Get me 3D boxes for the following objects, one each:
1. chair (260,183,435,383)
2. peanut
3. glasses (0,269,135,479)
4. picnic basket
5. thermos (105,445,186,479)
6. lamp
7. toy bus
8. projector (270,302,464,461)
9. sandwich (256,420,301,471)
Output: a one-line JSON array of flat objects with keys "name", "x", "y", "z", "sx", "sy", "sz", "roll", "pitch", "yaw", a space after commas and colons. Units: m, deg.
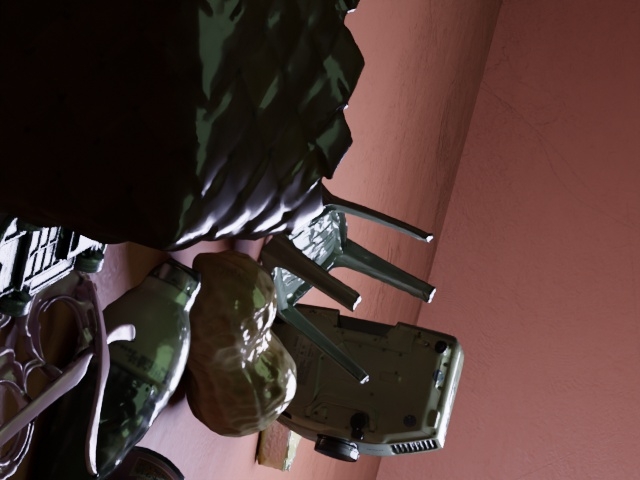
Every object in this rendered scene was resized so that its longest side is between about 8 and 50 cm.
[{"name": "chair", "x": 0.000, "y": 0.000, "z": 1.677, "sx": 0.190, "sy": 0.274, "sz": 0.203, "roll": -45, "pitch": 154, "yaw": -24}, {"name": "peanut", "x": -0.093, "y": 0.116, "z": 1.483, "sx": 0.298, "sy": 0.136, "sz": 0.120, "roll": 84, "pitch": 25, "yaw": -51}, {"name": "glasses", "x": -0.212, "y": 0.080, "z": 1.045, "sx": 0.255, "sy": 0.095, "sz": 0.162, "roll": -66, "pitch": 143, "yaw": -48}, {"name": "picnic basket", "x": -0.109, "y": -0.132, "z": 0.854, "sx": 0.321, "sy": 0.291, "sz": 0.254, "roll": -22, "pitch": 123, "yaw": -65}, {"name": "thermos", "x": -0.211, "y": 0.308, "z": 1.150, "sx": 0.330, "sy": 0.136, "sz": 0.110, "roll": -70, "pitch": 142, "yaw": -66}, {"name": "lamp", "x": -0.181, "y": 0.125, "z": 1.217, "sx": 0.250, "sy": 0.101, "sz": 0.101, "roll": -62, "pitch": 163, "yaw": -14}, {"name": "toy bus", "x": -0.212, "y": -0.012, "z": 0.963, "sx": 0.194, "sy": 0.089, "sz": 0.087, "roll": -42, "pitch": 150, "yaw": -68}, {"name": "projector", "x": 0.042, "y": 0.194, "z": 1.827, "sx": 0.088, "sy": 0.269, "sz": 0.194, "roll": 57, "pitch": 45, "yaw": -67}, {"name": "sandwich", "x": -0.041, "y": 0.211, "z": 1.973, "sx": 0.193, "sy": 0.058, "sz": 0.162, "roll": -61, "pitch": 157, "yaw": -47}]
